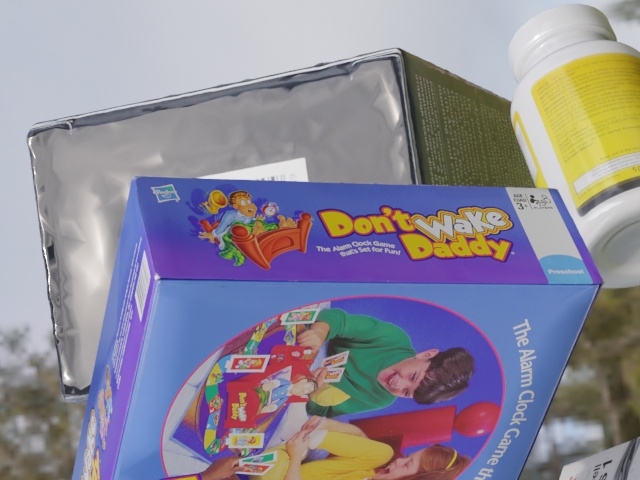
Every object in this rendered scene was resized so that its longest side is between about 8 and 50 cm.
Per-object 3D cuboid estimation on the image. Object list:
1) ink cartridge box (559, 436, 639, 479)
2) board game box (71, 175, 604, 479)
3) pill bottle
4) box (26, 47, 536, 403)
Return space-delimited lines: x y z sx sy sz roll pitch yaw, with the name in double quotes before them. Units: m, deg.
"ink cartridge box" 0.237 0.214 1.228 0.093 0.219 0.160 32 -122 -16
"board game box" -0.013 0.124 1.013 0.078 0.233 0.347 -108 27 -46
"pill bottle" 0.187 -0.067 1.216 0.103 0.103 0.184 60 -169 -55
"box" 0.000 0.000 1.443 0.395 0.294 0.212 8 -107 -71
